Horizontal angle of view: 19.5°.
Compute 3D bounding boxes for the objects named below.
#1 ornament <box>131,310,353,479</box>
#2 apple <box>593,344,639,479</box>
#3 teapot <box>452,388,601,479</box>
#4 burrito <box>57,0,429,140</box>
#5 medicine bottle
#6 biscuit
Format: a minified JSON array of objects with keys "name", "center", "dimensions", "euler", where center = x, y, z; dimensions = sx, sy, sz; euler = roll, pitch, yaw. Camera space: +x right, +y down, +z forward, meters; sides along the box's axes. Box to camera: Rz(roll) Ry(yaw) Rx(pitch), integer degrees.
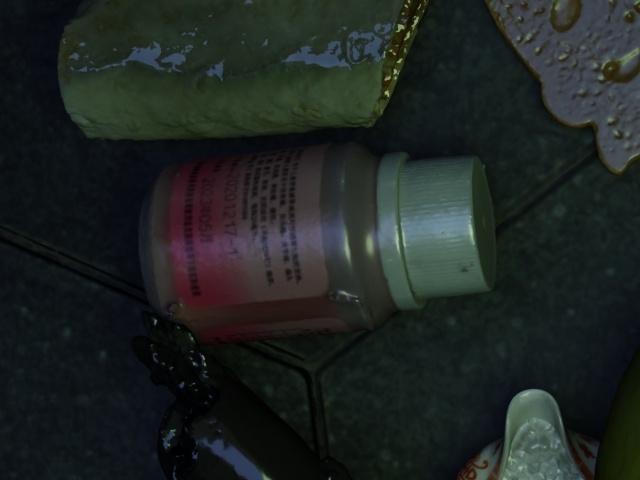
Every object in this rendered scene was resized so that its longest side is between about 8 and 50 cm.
[{"name":"ornament","center":[-0.060,0.185,1.355],"dimensions":[0.260,0.251,0.106],"euler":[39,61,22]},{"name":"apple","center":[0.327,0.184,1.188],"dimensions":[0.305,0.338,0.339],"euler":[21,95,31]},{"name":"teapot","center":[0.165,0.229,1.339],"dimensions":[0.159,0.116,0.246],"euler":[-10,85,1]},{"name":"burrito","center":[-0.047,-0.149,1.395],"dimensions":[0.299,0.105,0.143],"euler":[-6,85,15]},{"name":"medicine bottle","center":[0.000,0.000,1.362],"dimensions":[0.247,0.147,0.147],"euler":[-6,88,13]},{"name":"biscuit","center":[0.221,-0.142,1.363],"dimensions":[0.250,0.035,0.162],"euler":[34,93,11]}]
